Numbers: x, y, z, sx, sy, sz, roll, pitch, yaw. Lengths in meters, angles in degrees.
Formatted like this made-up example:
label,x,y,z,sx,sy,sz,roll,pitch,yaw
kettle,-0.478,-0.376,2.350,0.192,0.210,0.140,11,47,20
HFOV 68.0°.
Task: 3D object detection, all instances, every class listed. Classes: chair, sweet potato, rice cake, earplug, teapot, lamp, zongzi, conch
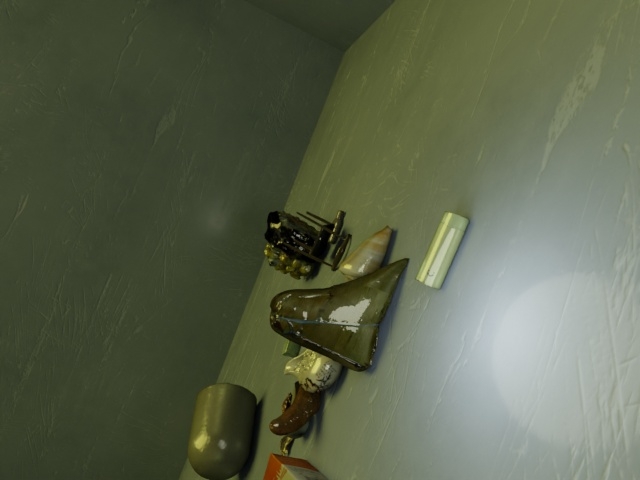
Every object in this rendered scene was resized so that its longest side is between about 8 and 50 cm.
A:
label,x,y,z,sx,sy,sz,roll,pitch,yaw
chair,0.000,0.000,2.155,0.188,0.272,0.166,-64,-13,12
sweet potato,-0.059,0.584,1.707,0.341,0.114,0.092,-43,-16,-55
rice cake,-0.118,0.443,2.210,0.063,0.069,0.206,-38,32,65
earplug,-0.489,0.948,2.320,0.312,0.313,0.393,-57,19,35
teapot,-0.003,0.420,1.679,0.299,0.166,0.208,-58,2,38
lamp,-0.092,0.672,1.744,0.105,0.105,0.105,-58,18,33
zongzi,0.049,0.170,1.486,0.174,0.357,0.392,-162,96,-84
conch,0.178,0.069,1.670,0.255,0.127,0.158,-45,-12,5

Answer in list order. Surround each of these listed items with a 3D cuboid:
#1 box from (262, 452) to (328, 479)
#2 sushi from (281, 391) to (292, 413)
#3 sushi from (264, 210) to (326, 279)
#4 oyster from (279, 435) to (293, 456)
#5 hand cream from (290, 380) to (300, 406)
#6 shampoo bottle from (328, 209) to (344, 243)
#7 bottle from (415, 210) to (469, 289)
label,x,y,z,sx,sy,sz,roll,pitch,yaw
box,-0.088,0.820,1.471,0.341,0.144,0.224,152,138,-69
sushi,-0.130,0.680,1.959,0.047,0.051,0.099,125,154,-57
sushi,-0.159,0.033,2.430,0.285,0.329,0.328,-60,21,11
oyster,-0.121,0.792,1.845,0.083,0.038,0.080,-37,36,14
hand cream,-0.086,0.616,1.821,0.087,0.054,0.185,-9,-71,-60
shampoo bottle,0.073,-0.066,2.288,0.165,0.040,0.080,-69,14,-4
bottle,0.324,0.026,1.265,0.201,0.072,0.072,-68,15,4
